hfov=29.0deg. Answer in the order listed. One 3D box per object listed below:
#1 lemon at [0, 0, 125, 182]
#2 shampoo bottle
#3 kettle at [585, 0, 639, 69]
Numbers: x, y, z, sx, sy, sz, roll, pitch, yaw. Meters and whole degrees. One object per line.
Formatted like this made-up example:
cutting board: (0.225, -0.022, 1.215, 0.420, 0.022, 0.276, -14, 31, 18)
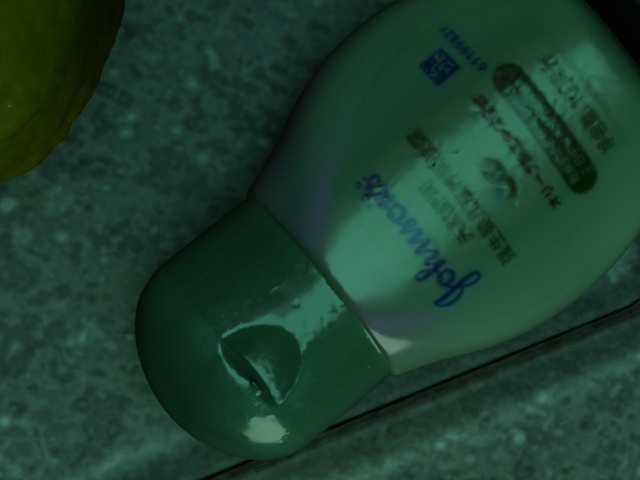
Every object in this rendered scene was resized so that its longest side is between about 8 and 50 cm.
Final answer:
lemon: (-0.232, -0.164, 0.654, 0.268, 0.268, 0.321, 18, 93, -13)
shampoo bottle: (0.040, -0.005, 0.778, 0.349, 0.151, 0.222, -39, 101, -5)
kettle: (0.237, -0.188, 0.811, 0.202, 0.144, 0.232, -43, 101, -24)
